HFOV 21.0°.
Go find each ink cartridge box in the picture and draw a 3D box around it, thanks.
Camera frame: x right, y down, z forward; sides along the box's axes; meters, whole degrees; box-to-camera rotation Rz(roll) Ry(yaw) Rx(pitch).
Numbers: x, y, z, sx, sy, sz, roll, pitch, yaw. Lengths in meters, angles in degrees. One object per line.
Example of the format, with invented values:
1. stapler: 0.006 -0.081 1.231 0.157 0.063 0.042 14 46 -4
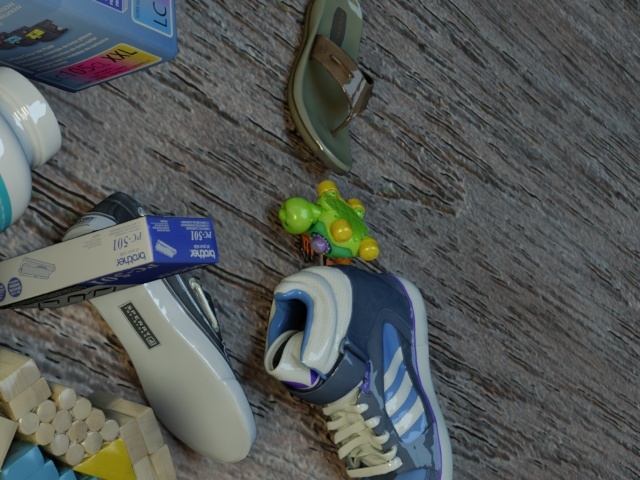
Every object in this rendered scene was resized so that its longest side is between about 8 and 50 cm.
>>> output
1. ink cartridge box: -0.205 0.022 1.606 0.097 0.207 0.046 1 76 -55
2. ink cartridge box: -0.312 -0.313 1.518 0.395 0.151 0.270 16 64 -50

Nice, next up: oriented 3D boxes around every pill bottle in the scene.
1. pill bottle: -0.341 -0.039 1.423 0.264 0.146 0.146 -39 110 -30

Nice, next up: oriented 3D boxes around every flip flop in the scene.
1. flip flop: 0.027 -0.209 2.149 0.112 0.080 0.277 41 46 -39

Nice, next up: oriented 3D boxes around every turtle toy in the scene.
1. turtle toy: 0.008 -0.018 2.035 0.130 0.066 0.095 33 27 -38

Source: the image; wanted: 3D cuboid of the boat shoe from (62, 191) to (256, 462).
1. boat shoe: -0.148 0.087 1.763 0.301 0.108 0.102 55 39 -13

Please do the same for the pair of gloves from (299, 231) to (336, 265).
1. pair of gloves: 0.000 0.000 2.086 0.083 0.010 0.074 27 55 -48

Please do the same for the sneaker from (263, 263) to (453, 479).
1. sneaker: 0.022 0.187 1.955 0.236 0.130 0.322 2 79 -45

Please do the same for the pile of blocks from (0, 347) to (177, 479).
1. pile of blocks: -0.292 0.164 1.530 0.362 0.113 0.149 33 75 -42
